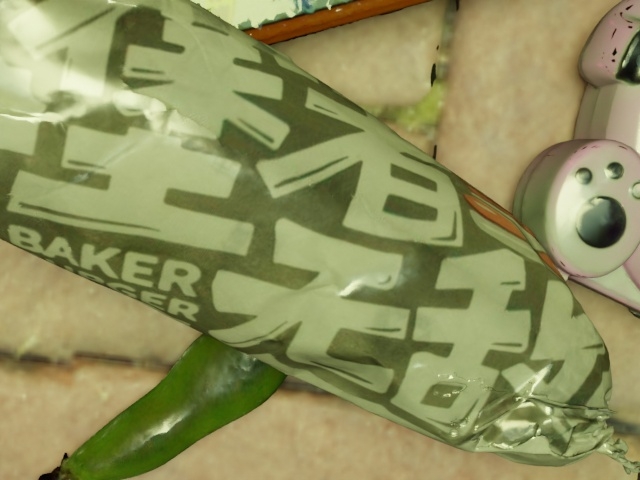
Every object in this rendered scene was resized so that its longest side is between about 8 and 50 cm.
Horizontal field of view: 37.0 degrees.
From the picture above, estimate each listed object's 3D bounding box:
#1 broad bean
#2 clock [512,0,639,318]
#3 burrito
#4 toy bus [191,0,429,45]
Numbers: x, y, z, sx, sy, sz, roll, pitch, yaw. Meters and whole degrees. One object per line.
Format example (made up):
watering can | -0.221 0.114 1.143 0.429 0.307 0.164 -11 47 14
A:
broad bean | -0.041 0.060 0.548 0.297 0.043 0.060 -44 89 0
clock | 0.250 -0.060 0.543 0.227 0.090 0.248 25 91 -7
burrito | 0.000 0.000 0.468 0.445 0.101 0.139 29 93 -16
toy bus | -0.006 -0.158 0.510 0.408 0.093 0.092 -16 104 -3
